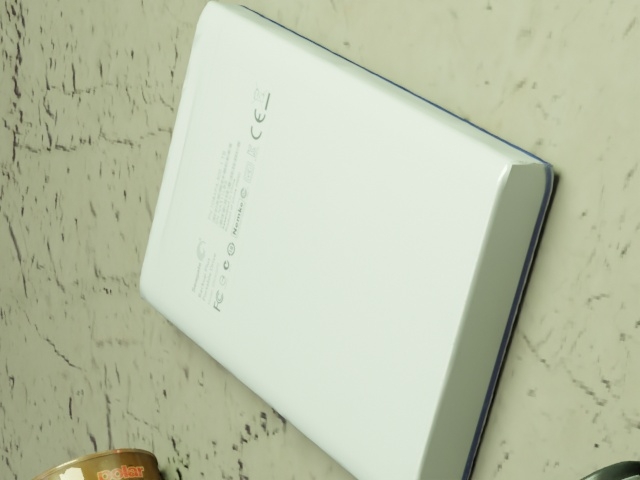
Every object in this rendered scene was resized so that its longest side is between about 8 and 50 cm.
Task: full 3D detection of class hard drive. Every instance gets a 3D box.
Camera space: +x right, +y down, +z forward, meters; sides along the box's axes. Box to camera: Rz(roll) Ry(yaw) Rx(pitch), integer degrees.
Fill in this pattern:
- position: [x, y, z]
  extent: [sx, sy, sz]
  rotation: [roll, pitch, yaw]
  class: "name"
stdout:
- position: [0.000, 0.000, 1.079]
  extent: [0.319, 0.040, 0.210]
  rotation: [34, 115, 50]
  class: "hard drive"

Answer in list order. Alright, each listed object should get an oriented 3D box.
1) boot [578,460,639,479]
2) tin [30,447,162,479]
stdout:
- position: [0.172, 0.179, 0.779]
  extent: [0.338, 0.118, 0.223]
  rotation: [-53, 43, 32]
  class: "boot"
- position: [-0.177, 0.203, 1.257]
  extent: [0.189, 0.106, 0.040]
  rotation: [-48, 59, 42]
  class: "tin"
